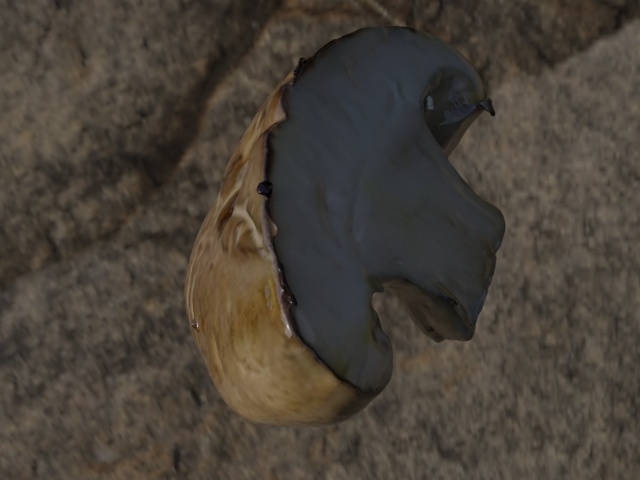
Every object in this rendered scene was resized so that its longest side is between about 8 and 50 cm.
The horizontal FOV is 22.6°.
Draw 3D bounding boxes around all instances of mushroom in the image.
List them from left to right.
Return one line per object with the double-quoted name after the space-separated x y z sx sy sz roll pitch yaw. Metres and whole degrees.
0.000 0.000 0.886 0.156 0.151 0.286 40 41 -13 "mushroom"
